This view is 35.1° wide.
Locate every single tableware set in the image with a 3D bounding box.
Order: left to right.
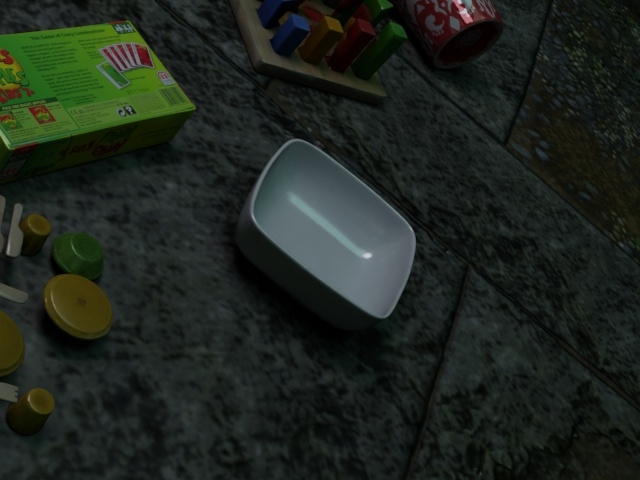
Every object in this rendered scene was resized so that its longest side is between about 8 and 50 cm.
[{"bbox_3d":[-0.174,0.043,0.608,0.104,0.024,0.154,25,39,-31],"label":"tableware set"}]

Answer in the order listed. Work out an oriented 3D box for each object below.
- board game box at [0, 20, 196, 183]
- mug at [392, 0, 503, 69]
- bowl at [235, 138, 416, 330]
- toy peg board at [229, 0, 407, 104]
[{"bbox_3d":[-0.183,-0.102,0.722,0.092,0.043,0.181,52,36,10],"label":"board game box"},{"bbox_3d":[0.147,-0.294,1.187,0.150,0.113,0.169,-5,62,-45],"label":"mug"},{"bbox_3d":[0.000,0.000,0.795,0.142,0.053,0.142,39,37,-9],"label":"bowl"},{"bbox_3d":[-0.002,-0.233,1.003,0.161,0.079,0.161,9,48,-40],"label":"toy peg board"}]
